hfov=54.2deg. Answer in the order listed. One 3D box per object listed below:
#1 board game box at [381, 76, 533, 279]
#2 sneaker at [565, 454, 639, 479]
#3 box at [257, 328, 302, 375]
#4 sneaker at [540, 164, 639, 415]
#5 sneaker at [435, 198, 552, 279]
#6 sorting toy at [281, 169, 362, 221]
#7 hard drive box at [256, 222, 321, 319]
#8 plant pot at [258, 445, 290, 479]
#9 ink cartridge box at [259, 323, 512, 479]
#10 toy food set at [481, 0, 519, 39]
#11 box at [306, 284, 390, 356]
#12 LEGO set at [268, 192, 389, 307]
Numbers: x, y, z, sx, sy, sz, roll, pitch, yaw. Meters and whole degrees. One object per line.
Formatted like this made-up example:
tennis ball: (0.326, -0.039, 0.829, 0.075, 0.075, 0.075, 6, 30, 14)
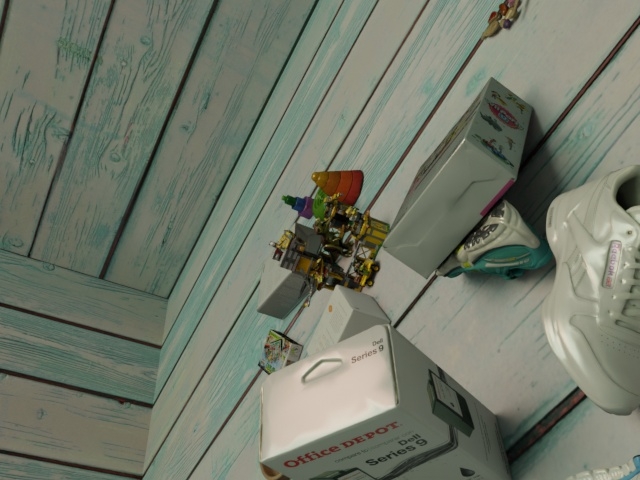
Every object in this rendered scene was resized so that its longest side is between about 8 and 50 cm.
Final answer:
board game box: (0.227, -0.110, 1.013, 0.224, 0.098, 0.303, -54, 2, 37)
sneaker: (0.331, 0.261, 0.624, 0.190, 0.071, 0.082, 122, 152, -51)
box: (-0.113, 0.319, 1.721, 0.207, 0.036, 0.114, 6, 77, 69)
sneaker: (0.338, 0.043, 0.721, 0.152, 0.114, 0.305, -43, 33, 53)
sneaker: (0.257, 0.026, 0.963, 0.107, 0.110, 0.275, -56, 0, -10)
sorting toy: (-0.018, -0.136, 1.777, 0.365, 0.126, 0.127, -17, 56, 64)
hard drive box: (-0.091, 0.090, 1.802, 0.232, 0.089, 0.181, -47, 30, 45)
plant pot: (-0.037, 0.403, 1.346, 0.237, 0.110, 0.237, -53, 26, 40)
ink cartridge box: (0.087, 0.259, 0.828, 0.211, 0.289, 0.121, -31, 38, 25)
toy food set: (0.367, -0.450, 1.248, 0.122, 0.019, 0.077, -177, 107, -77)
box: (0.055, 0.203, 1.324, 0.170, 0.091, 0.130, -65, 20, 13)
LEGO set: (0.000, 0.000, 1.505, 0.254, 0.192, 0.331, -65, 21, 13)
